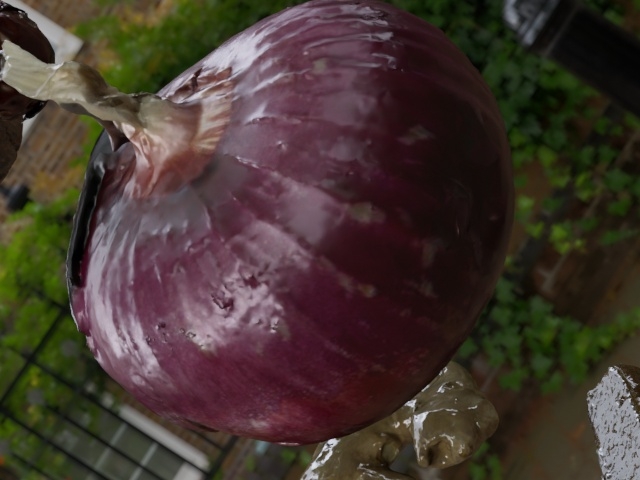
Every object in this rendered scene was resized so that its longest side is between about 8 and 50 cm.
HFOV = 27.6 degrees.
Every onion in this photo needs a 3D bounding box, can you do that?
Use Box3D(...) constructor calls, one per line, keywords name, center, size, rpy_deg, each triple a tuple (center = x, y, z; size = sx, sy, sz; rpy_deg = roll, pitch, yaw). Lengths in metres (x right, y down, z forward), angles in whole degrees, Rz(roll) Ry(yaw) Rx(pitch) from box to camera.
Box3D(name="onion", center=(-0.003, -0.009, 0.771), size=(0.230, 0.256, 0.272), rpy_deg=(-13, -8, 43))

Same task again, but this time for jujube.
Box3D(name="jujube", center=(-0.267, -0.123, 0.893), size=(0.104, 0.166, 0.104), rpy_deg=(176, 90, -71))

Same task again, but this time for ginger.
Box3D(name="ginger", center=(0.024, 0.175, 0.881), size=(0.259, 0.065, 0.149), rpy_deg=(-48, 16, -22))

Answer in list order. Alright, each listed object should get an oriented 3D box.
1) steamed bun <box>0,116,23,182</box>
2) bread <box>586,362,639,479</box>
Box3D(name="steamed bun", center=(-0.386, -0.125, 1.390), size=(0.145, 0.106, 0.175), rpy_deg=(15, -91, -58))
Box3D(name="bread", center=(0.411, 0.313, 1.448), size=(0.113, 0.165, 0.416), rpy_deg=(-59, 18, 31))
